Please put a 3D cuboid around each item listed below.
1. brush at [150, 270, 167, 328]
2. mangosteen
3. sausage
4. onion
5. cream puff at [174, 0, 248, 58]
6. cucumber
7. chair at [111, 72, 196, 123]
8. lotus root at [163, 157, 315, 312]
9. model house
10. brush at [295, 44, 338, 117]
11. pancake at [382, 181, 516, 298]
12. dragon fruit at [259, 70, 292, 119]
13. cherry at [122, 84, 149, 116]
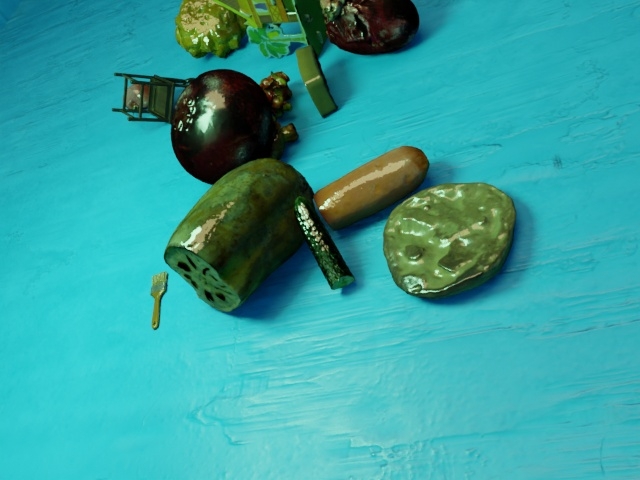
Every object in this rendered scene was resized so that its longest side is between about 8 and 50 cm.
[{"bbox_3d":[-0.391,0.144,1.601,0.043,0.014,0.170,-20,46,14],"label":"brush"},{"bbox_3d":[-0.242,-0.289,1.725,0.297,0.293,0.297,2,95,31],"label":"mangosteen"},{"bbox_3d":[0.117,-0.118,1.453,0.259,0.114,0.114,-27,43,10],"label":"sausage"},{"bbox_3d":[0.137,-0.612,1.820,0.281,0.280,0.221,39,111,47],"label":"onion"},{"bbox_3d":[-0.370,-0.719,2.233,0.244,0.244,0.196,-59,12,-25],"label":"cream puff"},{"bbox_3d":[0.000,0.000,1.377,0.052,0.058,0.215,-37,74,33],"label":"cucumber"},{"bbox_3d":[-0.519,-0.461,2.148,0.260,0.142,0.154,-6,25,-39],"label":"chair"},{"bbox_3d":[-0.160,-0.030,1.464,0.250,0.251,0.346,21,59,42],"label":"lotus root"},{"bbox_3d":[-0.144,-0.727,1.986,0.312,0.358,0.243,8,57,25],"label":"model house"},{"bbox_3d":[-0.012,-0.434,1.809,0.059,0.123,0.197,-22,44,7],"label":"brush"},{"bbox_3d":[0.252,-0.005,1.309,0.294,0.049,0.295,-19,41,18],"label":"pancake"},{"bbox_3d":[-0.138,-0.406,1.878,0.138,0.142,0.175,-55,52,38],"label":"dragon fruit"},{"bbox_3d":[-0.620,-0.490,2.263,0.106,0.087,0.126,-21,47,8],"label":"cherry"}]
